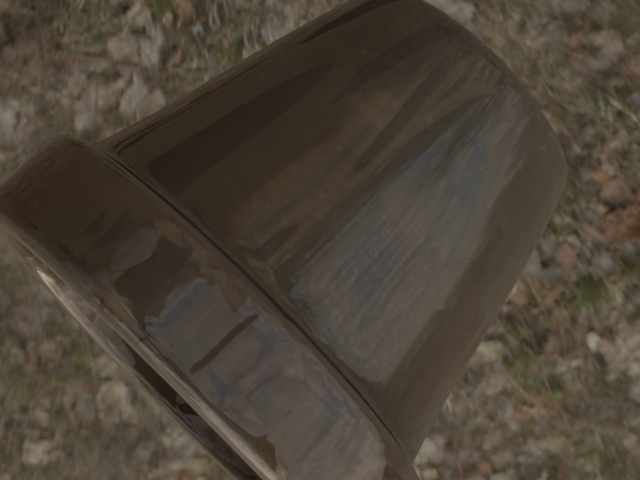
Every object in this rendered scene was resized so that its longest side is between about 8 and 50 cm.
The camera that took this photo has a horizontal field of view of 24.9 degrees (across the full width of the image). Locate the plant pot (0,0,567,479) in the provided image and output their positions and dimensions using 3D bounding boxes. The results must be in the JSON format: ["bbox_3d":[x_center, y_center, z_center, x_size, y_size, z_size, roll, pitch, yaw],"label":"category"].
[{"bbox_3d":[0.000,0.000,0.741,0.229,0.263,0.263,-44,115,-10],"label":"plant pot"}]
